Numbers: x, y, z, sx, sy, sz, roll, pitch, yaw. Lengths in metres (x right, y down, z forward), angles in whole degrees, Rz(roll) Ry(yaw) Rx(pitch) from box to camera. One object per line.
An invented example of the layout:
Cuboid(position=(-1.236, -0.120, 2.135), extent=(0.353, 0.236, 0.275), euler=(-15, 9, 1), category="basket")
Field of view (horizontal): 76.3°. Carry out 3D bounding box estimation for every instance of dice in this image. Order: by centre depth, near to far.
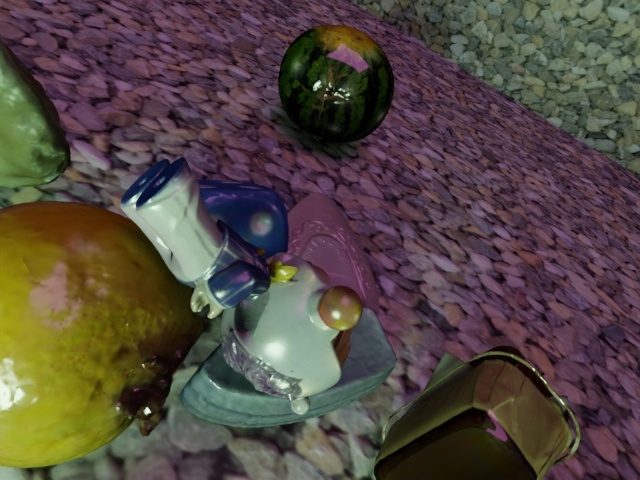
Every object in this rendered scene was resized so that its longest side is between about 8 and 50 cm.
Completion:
Cuboid(position=(-0.136, -0.007, 0.542), extent=(0.146, 0.143, 0.146), euler=(-8, 16, -33), category="dice")

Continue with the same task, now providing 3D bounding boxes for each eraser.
Cuboid(position=(0.000, -0.001, 0.704), extent=(0.204, 0.059, 0.244), euler=(13, 48, -17), category="eraser")

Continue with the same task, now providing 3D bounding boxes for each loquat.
Cuboid(position=(-0.226, 0.081, 0.378), extent=(0.243, 0.244, 0.244), euler=(15, 43, -15), category="loquat")

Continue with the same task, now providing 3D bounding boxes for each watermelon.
Cuboid(position=(0.036, -0.357, 0.942), extent=(0.268, 0.269, 0.269), euler=(15, 43, -15), category="watermelon")

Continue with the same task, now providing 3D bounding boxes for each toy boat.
Cuboid(position=(-0.030, 0.158, 0.520), extent=(0.282, 0.078, 0.127), euler=(-3, 53, -32), category="toy boat")

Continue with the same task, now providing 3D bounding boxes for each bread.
Cuboid(position=(0.170, 0.210, 0.474), extent=(0.142, 0.224, 0.211), euler=(51, 31, 15), category="bread")

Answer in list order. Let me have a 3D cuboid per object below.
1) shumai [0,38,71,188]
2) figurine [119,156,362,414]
Cuboid(position=(-0.517, -0.137, 0.409), extent=(0.397, 0.324, 0.323), euler=(29, 56, 8), category="shumai")
Cuboid(position=(-0.058, 0.051, 0.376), extent=(0.193, 0.274, 0.133), euler=(20, 63, 29), category="figurine")
